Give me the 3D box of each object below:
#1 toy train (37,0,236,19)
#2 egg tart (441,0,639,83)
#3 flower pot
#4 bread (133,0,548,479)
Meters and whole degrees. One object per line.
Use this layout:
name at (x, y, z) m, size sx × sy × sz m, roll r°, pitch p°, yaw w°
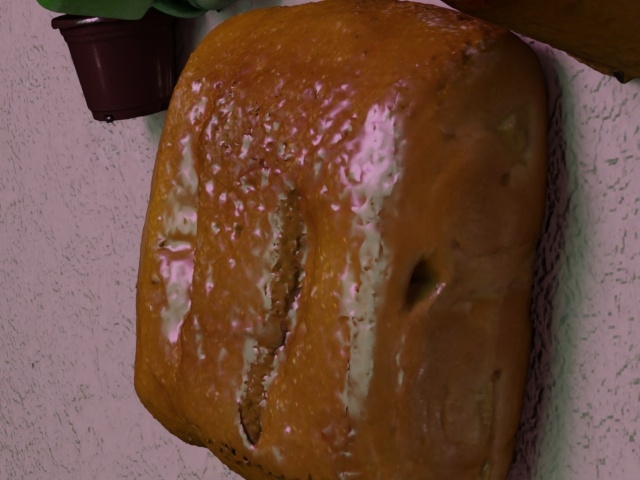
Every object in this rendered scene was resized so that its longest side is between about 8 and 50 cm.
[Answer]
toy train at (-0.152, -0.275, 1.175) m, size 0.132 × 0.188 × 0.243 m, roll -51°, pitch 51°, yaw 39°
egg tart at (0.133, -0.187, 0.835) m, size 0.203 × 0.147 × 0.202 m, roll 7°, pitch 98°, yaw 53°
flower pot at (-0.159, -0.147, 1.269) m, size 0.111 × 0.111 × 0.089 m, roll 8°, pitch 113°, yaw 52°
bread at (-0.007, 0.000, 1.020) m, size 0.337 × 0.148 × 0.327 m, roll 18°, pitch 105°, yaw 51°
